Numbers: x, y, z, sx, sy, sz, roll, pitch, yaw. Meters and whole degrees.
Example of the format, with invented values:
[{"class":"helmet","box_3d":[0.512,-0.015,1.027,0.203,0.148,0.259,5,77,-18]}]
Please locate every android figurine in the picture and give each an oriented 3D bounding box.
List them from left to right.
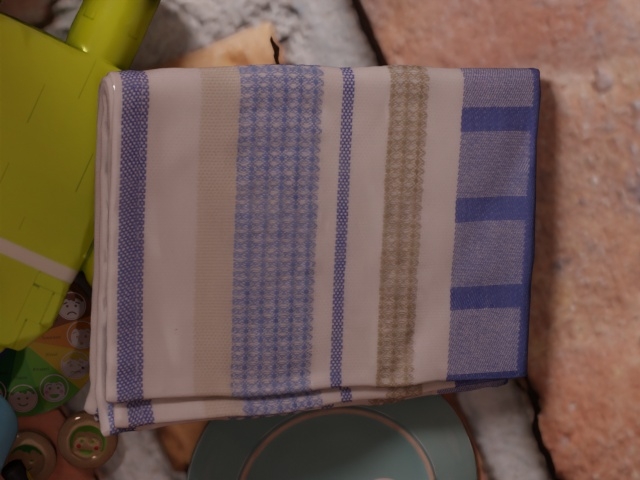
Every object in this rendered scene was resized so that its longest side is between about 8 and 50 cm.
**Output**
[{"class":"android figurine","box_3d":[-0.202,-0.047,1.058,0.248,0.056,0.273,26,92,-10]}]

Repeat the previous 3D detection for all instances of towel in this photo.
[{"class":"towel","box_3d":[0.000,0.000,1.077,0.285,0.034,0.209,-4,103,-25]}]

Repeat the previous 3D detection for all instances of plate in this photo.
[{"class":"plate","box_3d":[0.009,0.163,1.155,0.188,0.024,0.188,-1,101,-7]}]

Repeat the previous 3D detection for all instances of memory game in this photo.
[{"class":"memory game","box_3d":[-0.181,0.062,1.114,0.186,0.012,0.186,-1,102,-7]}]

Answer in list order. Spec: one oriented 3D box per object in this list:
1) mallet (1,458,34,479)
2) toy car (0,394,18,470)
[{"class":"mallet","box_3d":[-0.135,0.216,1.121,0.039,0.062,0.189,-33,109,3]},{"class":"toy car","box_3d":[-0.319,0.181,1.030,0.210,0.238,0.219,31,52,-18]}]
